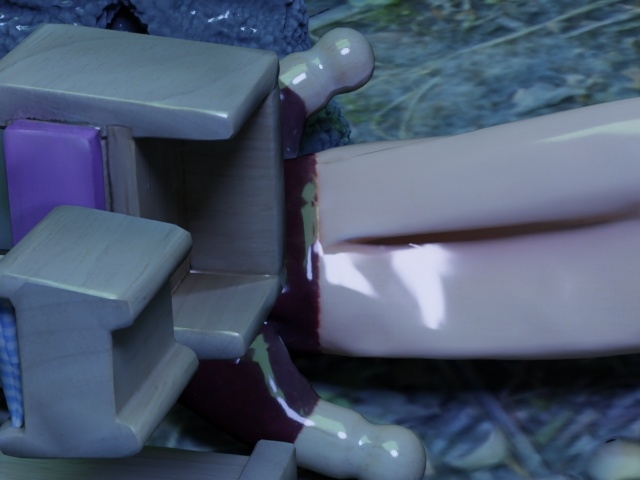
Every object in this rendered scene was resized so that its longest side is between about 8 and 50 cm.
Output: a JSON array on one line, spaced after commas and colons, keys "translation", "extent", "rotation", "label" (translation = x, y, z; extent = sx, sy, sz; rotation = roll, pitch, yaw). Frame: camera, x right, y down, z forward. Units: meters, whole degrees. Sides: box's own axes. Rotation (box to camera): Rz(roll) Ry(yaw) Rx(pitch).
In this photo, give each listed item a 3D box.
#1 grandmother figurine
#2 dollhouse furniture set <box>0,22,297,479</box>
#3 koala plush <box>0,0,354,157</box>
[{"translation": [0.000, 0.000, 0.699], "extent": [0.342, 0.104, 0.208], "rotation": [-7, 51, 7], "label": "grandmother figurine"}, {"translation": [-0.137, 0.130, 0.398], "extent": [0.198, 0.286, 0.303], "rotation": [4, 25, 13], "label": "dollhouse furniture set"}, {"translation": [-0.096, -0.127, 0.856], "extent": [0.196, 0.203, 0.221], "rotation": [-7, 24, -4], "label": "koala plush"}]
